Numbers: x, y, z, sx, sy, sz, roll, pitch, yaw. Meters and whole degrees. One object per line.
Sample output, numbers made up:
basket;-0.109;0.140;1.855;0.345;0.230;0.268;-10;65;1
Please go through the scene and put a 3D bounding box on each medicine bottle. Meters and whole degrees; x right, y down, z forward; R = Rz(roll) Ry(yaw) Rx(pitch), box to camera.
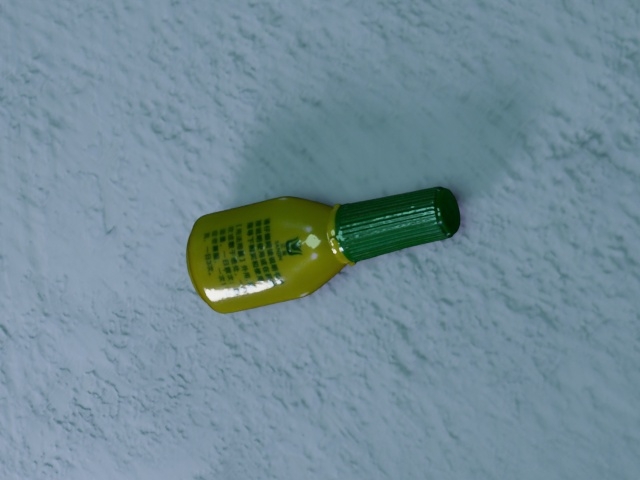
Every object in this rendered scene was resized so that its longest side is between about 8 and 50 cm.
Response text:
medicine bottle;0.000;0.000;1.509;0.260;0.064;0.095;-13;88;28
